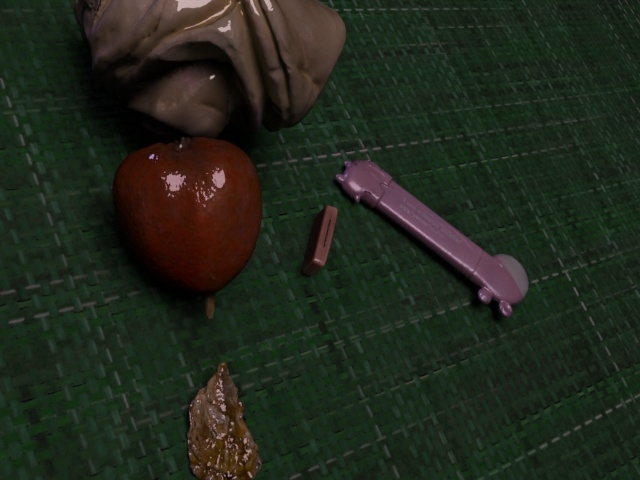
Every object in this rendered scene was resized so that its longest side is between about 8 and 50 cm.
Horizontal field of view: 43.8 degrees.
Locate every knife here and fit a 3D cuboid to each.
[{"bbox_3d":[0.197,-0.012,1.382,0.398,0.038,0.132,37,49,-7],"label":"knife"}]

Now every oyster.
[{"bbox_3d":[-0.122,0.251,1.037,0.121,0.045,0.146,42,49,-23],"label":"oyster"}]

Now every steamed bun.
[{"bbox_3d":[-0.176,-0.249,1.139,0.394,0.346,0.237,14,76,11],"label":"steamed bun"}]

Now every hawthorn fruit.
[{"bbox_3d":[-0.173,-0.016,1.074,0.199,0.199,0.251,-7,88,-35],"label":"hawthorn fruit"}]

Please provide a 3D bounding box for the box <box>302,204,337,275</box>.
[{"bbox_3d":[0.000,0.000,1.245,0.025,0.048,0.115,24,52,-13],"label":"box"}]
